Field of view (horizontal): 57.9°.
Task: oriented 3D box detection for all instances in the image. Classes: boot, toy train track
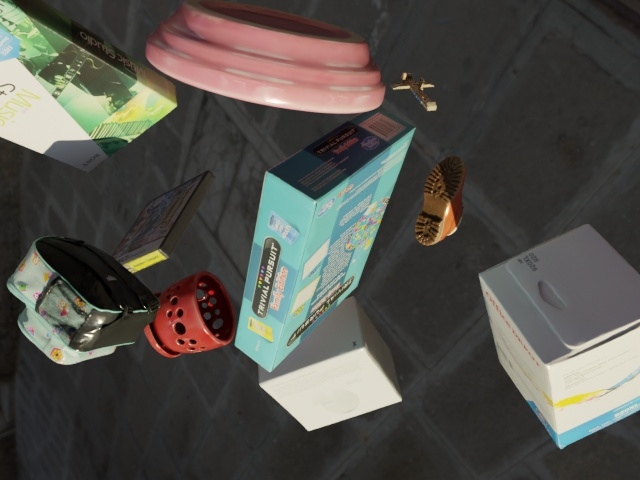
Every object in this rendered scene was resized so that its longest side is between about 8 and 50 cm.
[{"bbox_3d":[0.218,-0.071,0.992,0.059,0.084,0.158,36,122,36],"label":"boot"},{"bbox_3d":[0.106,-0.165,0.624,0.083,0.048,0.014,-109,16,-48],"label":"toy train track"}]

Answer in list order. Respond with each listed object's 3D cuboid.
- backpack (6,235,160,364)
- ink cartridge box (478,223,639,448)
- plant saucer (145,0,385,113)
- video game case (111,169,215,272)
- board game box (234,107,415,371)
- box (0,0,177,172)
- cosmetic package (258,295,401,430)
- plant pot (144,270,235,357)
[{"bbox_3d":[-0.361,0.084,0.863,0.188,0.166,0.144,45,103,13],"label":"backpack"},{"bbox_3d":[0.348,0.134,0.802,0.233,0.168,0.171,62,-178,-43],"label":"ink cartridge box"},{"bbox_3d":[-0.067,-0.264,0.799,0.332,0.332,0.084,33,123,36],"label":"plant saucer"},{"bbox_3d":[-0.394,-0.034,1.400,0.248,0.275,0.035,-20,126,36],"label":"video game case"},{"bbox_3d":[0.000,0.000,0.853,0.079,0.254,0.336,33,134,18],"label":"board game box"},{"bbox_3d":[-0.411,-0.229,0.858,0.232,0.322,0.058,-28,61,26],"label":"box"},{"bbox_3d":[0.019,0.260,1.205,0.138,0.224,0.225,-99,-17,-44],"label":"cosmetic package"},{"bbox_3d":[-0.329,0.192,1.432,0.174,0.191,0.191,-22,87,13],"label":"plant pot"}]
